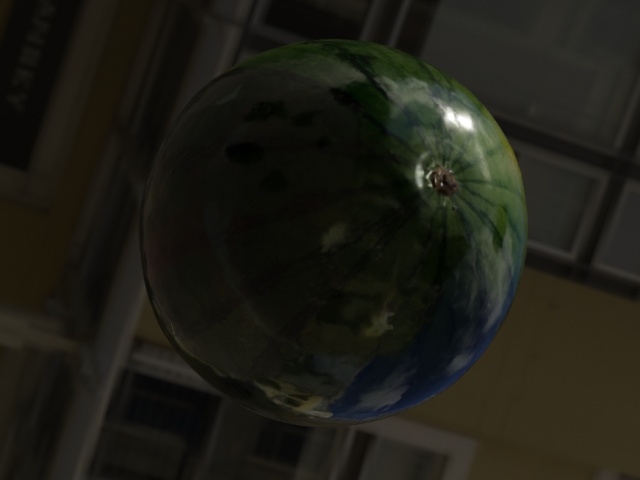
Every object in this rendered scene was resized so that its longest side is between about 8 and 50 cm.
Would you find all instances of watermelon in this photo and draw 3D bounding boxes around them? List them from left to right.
[{"bbox_3d":[0.000,0.000,0.893,0.215,0.188,0.188,-29,-135,56],"label":"watermelon"}]
